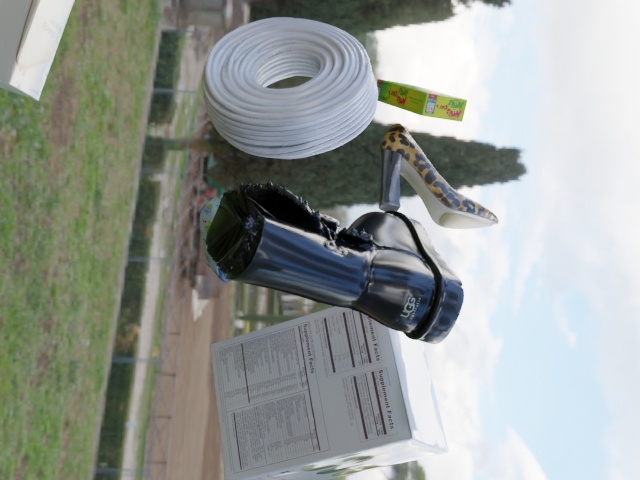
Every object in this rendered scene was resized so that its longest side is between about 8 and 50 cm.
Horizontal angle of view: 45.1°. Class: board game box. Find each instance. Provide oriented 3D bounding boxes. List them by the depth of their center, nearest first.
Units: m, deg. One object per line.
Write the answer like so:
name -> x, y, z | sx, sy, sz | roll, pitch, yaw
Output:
board game box -> 0.187, -0.268, 1.469 | 0.181, 0.092, 0.043 | 36, -61, 58

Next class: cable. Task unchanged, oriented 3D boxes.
cable -> -0.045, -0.231, 1.137 | 0.089, 0.257, 0.257 | 83, -1, -49

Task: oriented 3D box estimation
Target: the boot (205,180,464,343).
boot -> 0.000, 0.000, 0.718 | 0.094, 0.207, 0.246 | -65, -162, 12

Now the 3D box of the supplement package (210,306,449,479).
supplement package -> 0.014, 0.225, 1.094 | 0.199, 0.263, 0.198 | 41, 34, -60

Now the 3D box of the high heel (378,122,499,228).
high heel -> 0.236, -0.126, 1.497 | 0.093, 0.261, 0.186 | 139, -41, -61

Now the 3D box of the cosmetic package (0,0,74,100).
cosmetic package -> -0.580, -0.450, 1.513 | 0.160, 0.113, 0.309 | 65, 43, -89

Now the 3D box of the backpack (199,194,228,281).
backpack -> -0.111, -0.007, 1.086 | 0.084, 0.105, 0.114 | 36, -38, 47
